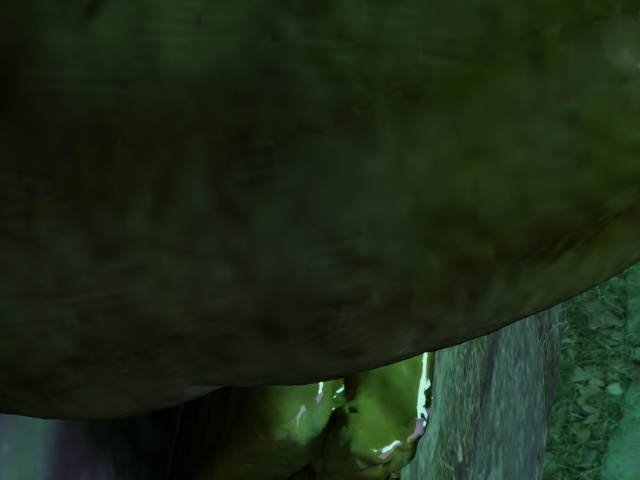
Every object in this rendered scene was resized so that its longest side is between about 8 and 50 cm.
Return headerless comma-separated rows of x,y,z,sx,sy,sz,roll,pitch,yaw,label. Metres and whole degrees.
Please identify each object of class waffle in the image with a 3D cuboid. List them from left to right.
0.000,0.000,0.801,0.224,0.098,0.328,129,-27,-60,waffle

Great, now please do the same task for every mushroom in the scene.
0.036,-0.081,0.550,0.314,0.397,0.224,-68,152,-43,mushroom
